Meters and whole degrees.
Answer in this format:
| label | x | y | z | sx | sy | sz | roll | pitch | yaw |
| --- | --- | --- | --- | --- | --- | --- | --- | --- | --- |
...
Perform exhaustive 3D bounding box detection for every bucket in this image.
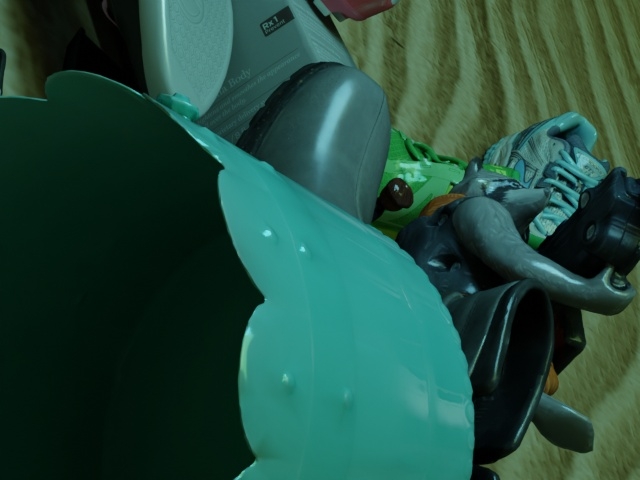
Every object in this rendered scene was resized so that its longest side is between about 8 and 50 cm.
| label | x | y | z | sx | sy | sz | roll | pitch | yaw |
| --- | --- | --- | --- | --- | --- | --- | --- | --- | --- |
| bucket | -0.080 | 0.080 | 0.637 | 0.183 | 0.281 | 0.281 | 20 | 43 | -50 |

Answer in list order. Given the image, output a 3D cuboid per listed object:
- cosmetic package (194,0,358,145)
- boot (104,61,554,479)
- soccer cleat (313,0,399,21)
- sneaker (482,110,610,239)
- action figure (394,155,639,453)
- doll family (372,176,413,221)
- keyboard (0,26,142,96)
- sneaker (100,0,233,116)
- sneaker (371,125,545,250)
| label | x | y | z | sx | sy | sz | roll | pitch | yaw |
| --- | --- | --- | --- | --- | --- | --- | --- | --- | --- |
| cosmetic package | -0.063 | -0.152 | 1.047 | 0.107 | 0.127 | 0.238 | 25 | 33 | -60 |
| boot | 0.037 | 0.035 | 0.808 | 0.118 | 0.222 | 0.338 | 44 | 54 | -41 |
| soccer cleat | -0.010 | -0.273 | 1.032 | 0.248 | 0.095 | 0.083 | 59 | 14 | 6 |
| sneaker | 0.223 | -0.047 | 1.426 | 0.110 | 0.122 | 0.283 | 45 | 29 | -20 |
| action figure | 0.119 | 0.035 | 0.986 | 0.178 | 0.341 | 0.330 | 29 | 32 | -8 |
| doll family | 0.000 | 0.000 | 1.024 | 0.076 | 0.111 | 0.193 | 47 | 28 | -16 |
| keyboard | -0.159 | -0.022 | 0.882 | 0.201 | 0.033 | 0.317 | 45 | 27 | -34 |
| sneaker | -0.151 | -0.193 | 0.981 | 0.104 | 0.146 | 0.296 | 44 | 33 | -60 |
| sneaker | 0.105 | -0.042 | 1.228 | 0.295 | 0.123 | 0.109 | 39 | 32 | -29 |
